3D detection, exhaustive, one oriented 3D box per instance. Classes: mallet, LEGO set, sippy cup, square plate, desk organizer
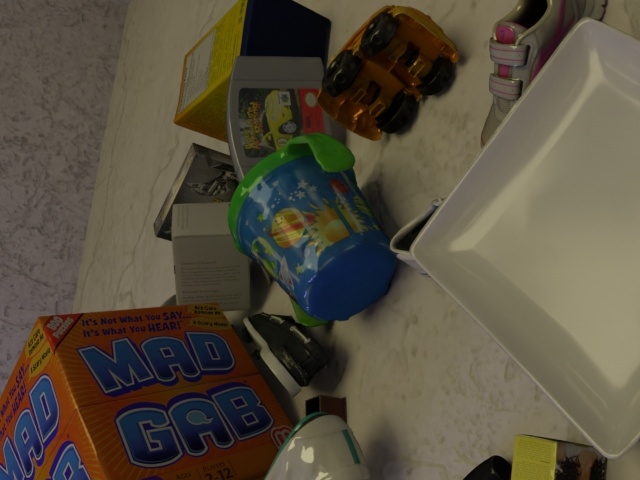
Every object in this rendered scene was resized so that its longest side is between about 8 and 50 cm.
[{"bbox_3d":[0.173,0.324,0.728,0.062,0.039,0.190,-53,7,40],"label":"mallet"},{"bbox_3d":[-0.144,0.202,1.339,0.054,0.023,0.083,-8,101,70],"label":"LEGO set"},{"bbox_3d":[0.000,0.000,1.071,0.240,0.305,0.224,-39,49,2],"label":"sippy cup"},{"bbox_3d":[0.294,-0.020,0.699,0.344,0.049,0.347,-55,45,15],"label":"square plate"},{"bbox_3d":[0.009,0.313,1.055,0.047,0.050,0.130,-34,49,47],"label":"desk organizer"}]

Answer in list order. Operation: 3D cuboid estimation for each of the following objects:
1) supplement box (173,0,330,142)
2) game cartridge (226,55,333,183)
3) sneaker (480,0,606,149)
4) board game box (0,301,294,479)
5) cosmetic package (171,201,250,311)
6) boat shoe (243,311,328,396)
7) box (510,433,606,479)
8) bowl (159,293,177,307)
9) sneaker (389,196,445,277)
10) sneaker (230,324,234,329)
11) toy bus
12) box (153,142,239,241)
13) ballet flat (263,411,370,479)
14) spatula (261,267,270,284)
[{"bbox_3d":[-0.161,-0.375,1.512,0.356,0.195,0.194,-19,60,53],"label":"supplement box"},{"bbox_3d":[-0.077,-0.210,1.253,0.060,0.195,0.295,122,142,-71],"label":"game cartridge"},{"bbox_3d":[0.256,-0.225,0.856,0.103,0.111,0.253,29,101,58],"label":"sneaker"},{"bbox_3d":[-0.313,0.364,1.157,0.356,0.356,0.356,53,122,29],"label":"board game box"},{"bbox_3d":[-0.225,0.033,1.383,0.151,0.151,0.184,-111,20,-60],"label":"cosmetic package"},{"bbox_3d":[-0.062,0.184,1.192,0.091,0.114,0.302,-36,21,-8],"label":"boat shoe"},{"bbox_3d":[0.229,0.318,0.669,0.058,0.087,0.233,-8,70,57],"label":"box"},{"bbox_3d":[-0.358,0.278,1.522,0.298,0.134,0.298,-56,-2,-3],"label":"bowl"},{"bbox_3d":[0.195,-0.027,0.877,0.258,0.091,0.094,-41,43,39],"label":"sneaker"},{"bbox_3d":[-0.219,0.279,1.421,0.151,0.094,0.256,160,107,-83],"label":"sneaker"},{"bbox_3d":[0.113,-0.312,1.120,0.220,0.149,0.212,-41,28,39],"label":"toy bus"},{"bbox_3d":[-0.251,-0.089,1.532,0.231,0.183,0.056,-58,34,22],"label":"box"},{"bbox_3d":[-0.060,0.425,0.941,0.400,0.139,0.139,-59,34,16],"label":"ballet flat"},{"bbox_3d":[-0.133,-0.041,1.332,0.242,0.019,0.168,71,-166,-55],"label":"spatula"}]
